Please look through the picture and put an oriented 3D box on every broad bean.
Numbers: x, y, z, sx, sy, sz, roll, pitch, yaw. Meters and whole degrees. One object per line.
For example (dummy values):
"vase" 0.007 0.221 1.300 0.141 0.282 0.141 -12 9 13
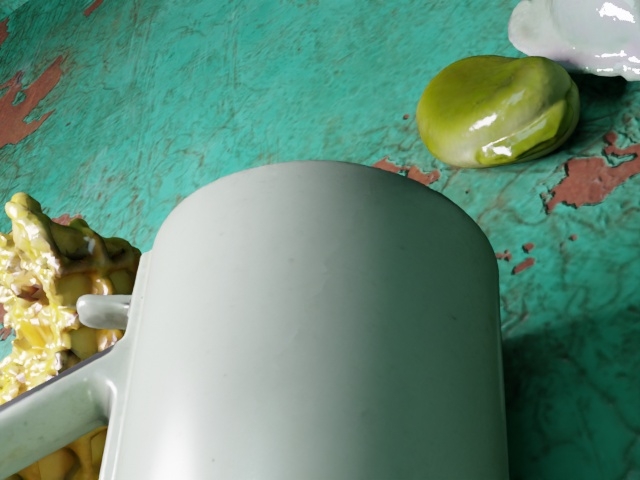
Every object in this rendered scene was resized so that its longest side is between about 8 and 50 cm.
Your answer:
"broad bean" 0.161 -0.118 0.784 0.124 0.082 0.174 -53 27 -16

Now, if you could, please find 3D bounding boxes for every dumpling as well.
"dumpling" 0.260 -0.217 0.780 0.149 0.105 0.216 -44 30 51

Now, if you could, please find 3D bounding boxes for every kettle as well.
"kettle" -0.059 0.164 0.495 0.361 0.250 0.376 6 49 -3

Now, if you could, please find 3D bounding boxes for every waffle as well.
"waffle" -0.247 0.142 0.727 0.151 0.261 0.324 -5 46 49
